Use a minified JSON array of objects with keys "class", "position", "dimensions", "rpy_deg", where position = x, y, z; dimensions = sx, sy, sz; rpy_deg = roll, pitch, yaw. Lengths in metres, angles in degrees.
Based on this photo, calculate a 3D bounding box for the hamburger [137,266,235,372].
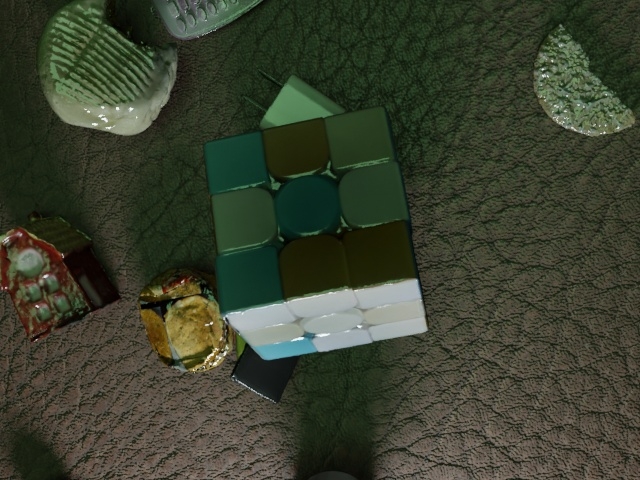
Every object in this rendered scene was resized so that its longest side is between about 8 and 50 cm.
[{"class":"hamburger","position":[-0.268,0.162,1.876],"dimensions":[0.231,0.107,0.231],"rpy_deg":[3,98,25]}]

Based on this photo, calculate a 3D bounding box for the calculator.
[{"class":"calculator","position":[-0.220,-0.535,1.860],"dimensions":[0.294,0.043,0.194],"rpy_deg":[-26,94,10]}]

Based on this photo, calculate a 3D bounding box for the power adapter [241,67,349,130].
[{"class":"power adapter","position":[-0.060,-0.263,1.827],"dimensions":[0.205,0.125,0.130],"rpy_deg":[36,98,2]}]

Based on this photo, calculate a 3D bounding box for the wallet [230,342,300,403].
[{"class":"wallet","position":[-0.083,0.199,1.862],"dimensions":[0.124,0.025,0.244],"rpy_deg":[33,71,-24]}]

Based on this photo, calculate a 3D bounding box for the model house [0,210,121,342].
[{"class":"model house","position":[-0.555,0.059,1.868],"dimensions":[0.160,0.196,0.254],"rpy_deg":[-30,92,9]}]

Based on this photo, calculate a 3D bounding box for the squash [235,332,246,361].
[{"class":"squash","position":[-0.138,0.168,1.898],"dimensions":[0.095,0.095,0.188],"rpy_deg":[-4,92,5]}]

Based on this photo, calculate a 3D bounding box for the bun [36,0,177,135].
[{"class":"bun","position":[-0.428,-0.337,1.817],"dimensions":[0.281,0.205,0.282],"rpy_deg":[0,88,-7]}]

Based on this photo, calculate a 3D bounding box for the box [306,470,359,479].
[{"class":"box","position":[0.036,0.610,1.866],"dimensions":[0.262,0.206,0.291],"rpy_deg":[-23,94,8]}]

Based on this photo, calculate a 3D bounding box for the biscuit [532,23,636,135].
[{"class":"biscuit","position":[0.507,-0.297,1.823],"dimensions":[0.133,0.032,0.250],"rpy_deg":[-38,92,9]}]

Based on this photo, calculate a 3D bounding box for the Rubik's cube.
[{"class":"Rubik's cube","position":[0.000,0.000,1.688],"dimensions":[0.346,0.347,0.344],"rpy_deg":[-10,69,5]}]
